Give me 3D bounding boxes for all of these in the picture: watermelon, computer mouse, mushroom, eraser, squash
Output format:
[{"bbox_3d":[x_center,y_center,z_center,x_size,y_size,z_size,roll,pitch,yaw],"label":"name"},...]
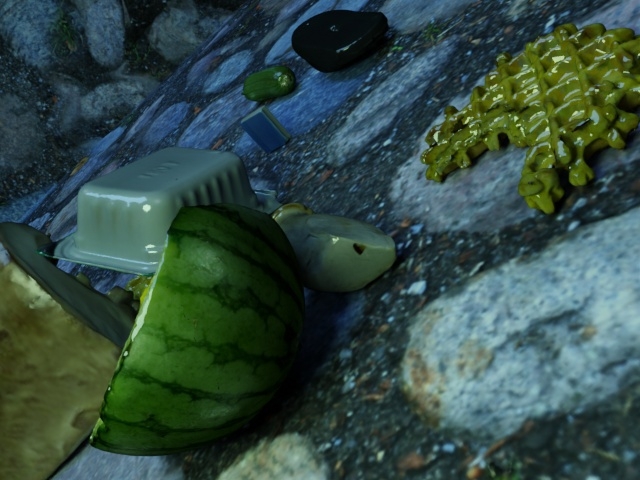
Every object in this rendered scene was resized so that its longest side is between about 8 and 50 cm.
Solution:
[{"bbox_3d":[-0.117,0.112,0.829,0.331,0.190,0.330,20,-90,-89],"label":"watermelon"},{"bbox_3d":[0.041,-0.402,1.498,0.137,0.086,0.270,-44,34,-12],"label":"computer mouse"},{"bbox_3d":[-0.004,0.009,0.941,0.108,0.096,0.247,-57,26,-8],"label":"mushroom"},{"bbox_3d":[-0.109,-0.218,1.445,0.063,0.084,0.027,-25,31,34],"label":"eraser"},{"bbox_3d":[-0.487,0.211,1.147,0.397,0.314,0.224,-48,20,7],"label":"mushroom"},{"bbox_3d":[-0.120,-0.364,1.699,0.219,0.068,0.077,3,57,58],"label":"squash"}]

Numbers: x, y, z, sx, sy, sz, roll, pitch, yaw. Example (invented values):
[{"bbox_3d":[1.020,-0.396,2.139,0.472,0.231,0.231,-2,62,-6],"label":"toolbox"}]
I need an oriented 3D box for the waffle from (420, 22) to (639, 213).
[{"bbox_3d":[0.250,-0.158,0.848,0.259,0.069,0.293,-50,27,-8],"label":"waffle"}]

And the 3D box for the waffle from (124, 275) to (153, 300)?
[{"bbox_3d":[-0.231,-0.006,1.342,0.307,0.060,0.311,-16,39,44],"label":"waffle"}]

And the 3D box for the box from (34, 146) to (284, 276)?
[{"bbox_3d":[-0.240,-0.067,1.145,0.264,0.106,0.337,8,25,25],"label":"box"}]
